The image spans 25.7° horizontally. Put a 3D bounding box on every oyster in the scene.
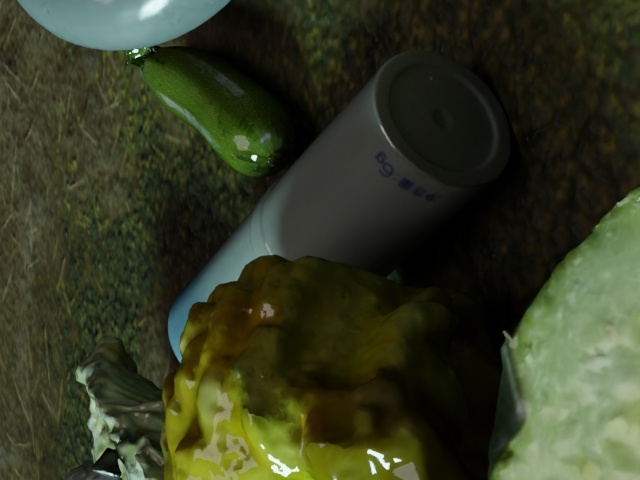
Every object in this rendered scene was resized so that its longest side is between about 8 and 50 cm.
[{"bbox_3d":[-0.051,0.202,0.841,0.354,0.107,0.201,60,162,16],"label":"oyster"}]

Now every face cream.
[{"bbox_3d":[0.000,0.000,0.734,0.250,0.077,0.077,-44,57,49],"label":"face cream"}]

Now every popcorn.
[{"bbox_3d":[0.021,0.089,0.628,0.155,0.198,0.197,-51,51,28],"label":"popcorn"}]

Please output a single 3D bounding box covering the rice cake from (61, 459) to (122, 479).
[{"bbox_3d":[-0.136,0.305,1.018,0.106,0.050,0.298,-24,74,57],"label":"rice cake"}]

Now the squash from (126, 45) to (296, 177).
[{"bbox_3d":[-0.066,-0.084,0.855,0.183,0.052,0.052,37,124,52],"label":"squash"}]

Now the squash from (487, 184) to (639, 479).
[{"bbox_3d":[0.175,0.079,0.471,0.220,0.133,0.220,-11,75,45],"label":"squash"}]

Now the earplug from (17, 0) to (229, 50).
[{"bbox_3d":[-0.097,-0.257,0.763,0.214,0.175,0.325,54,137,30],"label":"earplug"}]
